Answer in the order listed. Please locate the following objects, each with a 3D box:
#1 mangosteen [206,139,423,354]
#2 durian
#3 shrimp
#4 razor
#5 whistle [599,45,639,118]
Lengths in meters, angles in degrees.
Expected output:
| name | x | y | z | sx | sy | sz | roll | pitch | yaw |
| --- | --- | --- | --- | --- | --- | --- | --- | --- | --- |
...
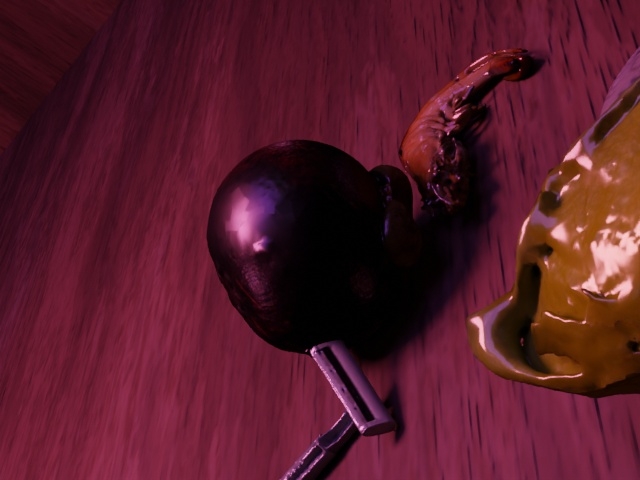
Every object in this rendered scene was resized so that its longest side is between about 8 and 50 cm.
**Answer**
| name | x | y | z | sx | sy | sz | roll | pitch | yaw |
| --- | --- | --- | --- | --- | --- | --- | --- | --- | --- |
| mangosteen | 0.000 | 0.000 | 0.981 | 0.152 | 0.152 | 0.152 | -47 | 22 | 25 |
| durian | 0.174 | -0.016 | 0.620 | 0.250 | 0.101 | 0.139 | -52 | 35 | 10 |
| shrimp | 0.107 | -0.079 | 1.008 | 0.124 | 0.034 | 0.178 | -45 | 17 | 12 |
| razor | -0.029 | 0.168 | 0.941 | 0.211 | 0.036 | 0.084 | -55 | 38 | 18 |
| whistle | 0.230 | -0.116 | 0.728 | 0.258 | 0.067 | 0.126 | -51 | 13 | 1 |
